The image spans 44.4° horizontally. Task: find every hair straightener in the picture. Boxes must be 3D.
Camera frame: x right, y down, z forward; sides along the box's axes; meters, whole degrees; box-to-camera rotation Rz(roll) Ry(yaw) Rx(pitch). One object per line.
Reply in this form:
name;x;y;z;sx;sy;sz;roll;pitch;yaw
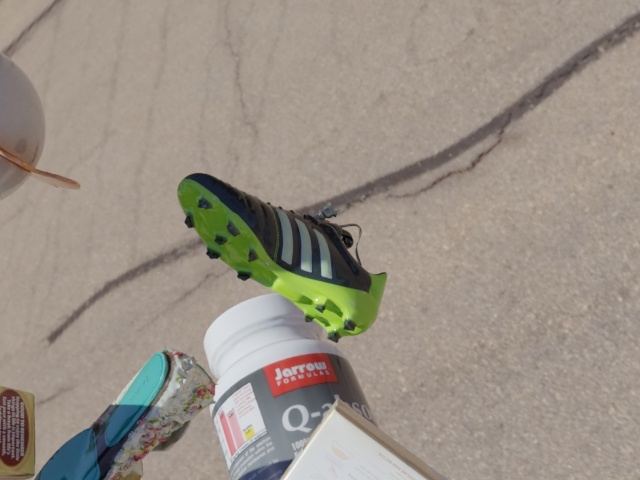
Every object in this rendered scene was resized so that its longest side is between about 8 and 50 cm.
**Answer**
hair straightener;0.000;0.000;0.957;0.089;0.230;0.047;-43;57;16

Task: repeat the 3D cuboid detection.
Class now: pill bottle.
pill bottle;-0.029;0.264;1.053;0.210;0.210;0.363;-39;53;19

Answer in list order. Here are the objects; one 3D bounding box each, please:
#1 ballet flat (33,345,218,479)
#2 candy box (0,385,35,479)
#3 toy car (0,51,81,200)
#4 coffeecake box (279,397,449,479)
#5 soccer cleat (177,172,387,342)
ballet flat;-0.190;0.203;0.771;0.241;0.077;0.091;-44;39;18
candy box;-0.414;0.160;0.640;0.182;0.316;0.088;-19;63;19
toy car;-0.263;-0.088;0.531;0.219;0.238;0.210;-56;0;-8
coffeecake box;0.015;0.246;0.622;0.142;0.068;0.186;36;89;5
soccer cleat;-0.027;0.003;0.588;0.060;0.179;0.072;-36;20;50
